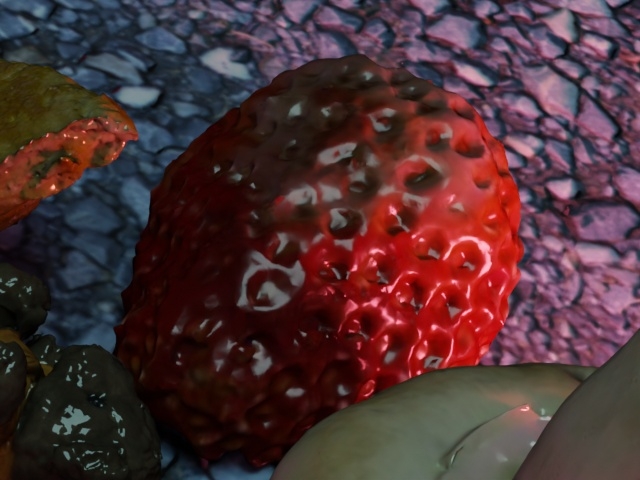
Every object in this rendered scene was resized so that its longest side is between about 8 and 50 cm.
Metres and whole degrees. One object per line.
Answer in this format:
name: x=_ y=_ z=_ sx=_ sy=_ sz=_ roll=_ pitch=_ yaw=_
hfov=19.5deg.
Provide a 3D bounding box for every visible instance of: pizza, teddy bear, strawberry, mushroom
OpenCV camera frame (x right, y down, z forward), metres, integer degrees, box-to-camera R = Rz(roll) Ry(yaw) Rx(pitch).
pizza: x=-0.282 y=-0.018 z=1.194 sx=0.288 sy=0.075 sz=0.280 roll=-40 pitch=33 yaw=-19
teddy bear: x=-0.180 y=0.099 z=1.098 sx=0.190 sy=0.140 sz=0.177 roll=27 pitch=0 yaw=9
strawberry: x=0.000 y=0.000 z=1.243 sx=0.265 sy=0.149 sz=0.336 roll=33 pitch=46 yaw=12
mushroom: x=0.139 y=0.213 z=0.984 sx=0.353 sy=0.353 sz=0.325 roll=6 pitch=75 yaw=-14
